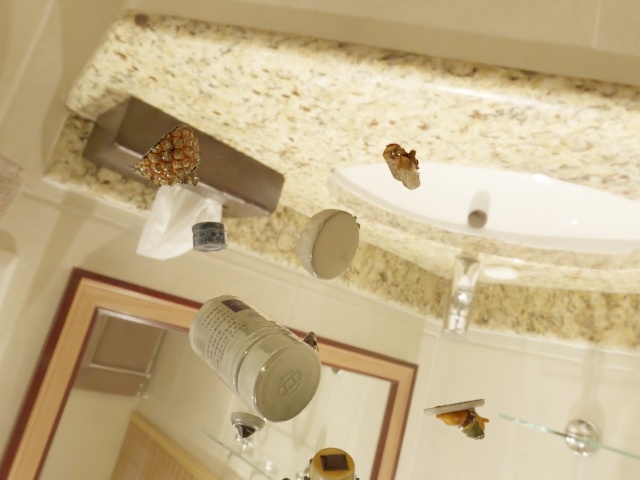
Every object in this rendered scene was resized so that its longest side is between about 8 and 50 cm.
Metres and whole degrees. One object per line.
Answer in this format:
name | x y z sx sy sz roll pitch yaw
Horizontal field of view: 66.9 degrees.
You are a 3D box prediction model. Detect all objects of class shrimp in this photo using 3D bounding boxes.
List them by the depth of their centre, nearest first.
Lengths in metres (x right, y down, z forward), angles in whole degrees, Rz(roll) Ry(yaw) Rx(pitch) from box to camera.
shrimp | -0.049 0.450 2.049 0.075 0.073 0.190 -25 -164 14

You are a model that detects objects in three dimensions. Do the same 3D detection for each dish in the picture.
dish | -0.288 0.723 1.864 0.141 0.078 0.141 10 142 8

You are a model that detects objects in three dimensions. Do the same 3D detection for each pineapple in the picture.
pineapple | -0.360 -0.191 1.225 0.137 0.176 0.161 48 -176 -15

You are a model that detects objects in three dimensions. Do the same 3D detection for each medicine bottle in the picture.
medicine bottle | -0.162 0.270 1.160 0.190 0.189 0.332 26 178 -41

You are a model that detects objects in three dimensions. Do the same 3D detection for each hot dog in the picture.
hot dog | 0.378 -0.340 2.177 0.158 0.117 0.349 43 -178 23

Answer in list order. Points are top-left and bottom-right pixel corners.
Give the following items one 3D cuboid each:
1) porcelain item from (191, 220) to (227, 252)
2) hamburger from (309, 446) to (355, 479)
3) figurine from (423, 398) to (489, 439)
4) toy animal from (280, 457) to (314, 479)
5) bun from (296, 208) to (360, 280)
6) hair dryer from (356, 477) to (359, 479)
porcelain item | -0.474 -0.018 2.076 0.147 0.114 0.147 -7 167 -2
hamburger | 0.034 0.620 1.279 0.127 0.081 0.141 -4 -159 -25
figurine | 0.516 0.680 1.813 0.250 0.140 0.166 -6 159 -8
toy animal | -0.007 0.753 1.511 0.245 0.114 0.146 -15 -165 -6
bun | 0.000 0.000 1.725 0.175 0.263 0.263 19 173 39
hair dryer | 0.059 0.819 1.680 0.182 0.063 0.117 -9 -171 30
